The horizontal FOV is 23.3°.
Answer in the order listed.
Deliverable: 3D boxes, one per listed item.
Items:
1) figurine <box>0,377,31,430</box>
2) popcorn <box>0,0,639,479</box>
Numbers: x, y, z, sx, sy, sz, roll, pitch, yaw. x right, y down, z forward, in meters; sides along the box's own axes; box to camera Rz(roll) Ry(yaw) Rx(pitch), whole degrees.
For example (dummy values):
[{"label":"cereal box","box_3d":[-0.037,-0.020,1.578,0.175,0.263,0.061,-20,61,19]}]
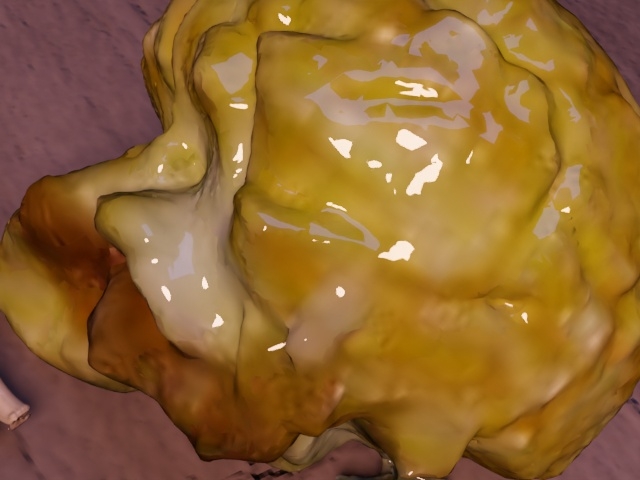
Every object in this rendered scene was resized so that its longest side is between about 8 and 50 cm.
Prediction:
[{"label":"figurine","box_3d":[-0.136,0.022,0.478,0.109,0.047,0.064,46,37,9]},{"label":"popcorn","box_3d":[0.000,0.000,0.487,0.212,0.198,0.198,-18,52,-6]}]
